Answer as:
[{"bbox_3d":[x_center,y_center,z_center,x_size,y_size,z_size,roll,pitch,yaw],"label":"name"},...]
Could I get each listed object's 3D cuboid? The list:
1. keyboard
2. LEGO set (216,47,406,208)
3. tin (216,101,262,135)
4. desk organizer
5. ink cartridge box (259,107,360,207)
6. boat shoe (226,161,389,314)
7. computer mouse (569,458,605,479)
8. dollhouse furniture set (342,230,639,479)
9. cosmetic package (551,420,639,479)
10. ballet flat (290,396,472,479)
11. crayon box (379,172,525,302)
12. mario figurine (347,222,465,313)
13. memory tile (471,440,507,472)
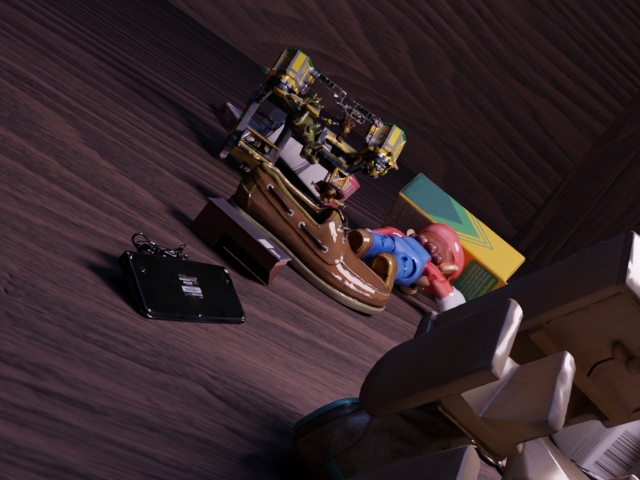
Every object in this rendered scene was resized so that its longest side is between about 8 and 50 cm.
[{"bbox_3d":[-0.157,0.049,0.993,0.192,0.038,0.100,17,48,-63],"label":"keyboard"},{"bbox_3d":[-0.029,-0.164,1.653,0.331,0.192,0.255,39,-26,-23],"label":"LEGO set"},{"bbox_3d":[-0.166,-0.245,1.998,0.106,0.040,0.189,25,18,-34],"label":"tin"},{"bbox_3d":[-0.108,0.003,1.223,0.130,0.050,0.047,41,12,12],"label":"desk organizer"},{"bbox_3d":[-0.025,-0.186,1.964,0.218,0.092,0.158,45,9,-20],"label":"ink cartridge box"},{"bbox_3d":[0.000,0.000,1.417,0.307,0.104,0.111,35,13,-16],"label":"boat shoe"},{"bbox_3d":[0.391,0.375,1.311,0.184,0.060,0.262,33,1,-7],"label":"computer mouse"},{"bbox_3d":[0.174,0.213,0.766,0.362,0.256,0.394,43,46,-16],"label":"dollhouse furniture set"},{"bbox_3d":[0.500,0.335,1.537,0.151,0.151,0.183,37,13,-12],"label":"cosmetic package"},{"bbox_3d":[0.091,0.217,0.925,0.342,0.116,0.124,13,49,-63],"label":"ballet flat"},{"bbox_3d":[0.275,0.036,1.873,0.323,0.083,0.203,41,-32,10],"label":"crayon box"},{"bbox_3d":[0.150,0.062,1.693,0.320,0.170,0.198,2,73,-53],"label":"mario figurine"},{"bbox_3d":[0.222,0.275,1.279,0.148,0.012,0.113,39,12,5],"label":"memory tile"}]
